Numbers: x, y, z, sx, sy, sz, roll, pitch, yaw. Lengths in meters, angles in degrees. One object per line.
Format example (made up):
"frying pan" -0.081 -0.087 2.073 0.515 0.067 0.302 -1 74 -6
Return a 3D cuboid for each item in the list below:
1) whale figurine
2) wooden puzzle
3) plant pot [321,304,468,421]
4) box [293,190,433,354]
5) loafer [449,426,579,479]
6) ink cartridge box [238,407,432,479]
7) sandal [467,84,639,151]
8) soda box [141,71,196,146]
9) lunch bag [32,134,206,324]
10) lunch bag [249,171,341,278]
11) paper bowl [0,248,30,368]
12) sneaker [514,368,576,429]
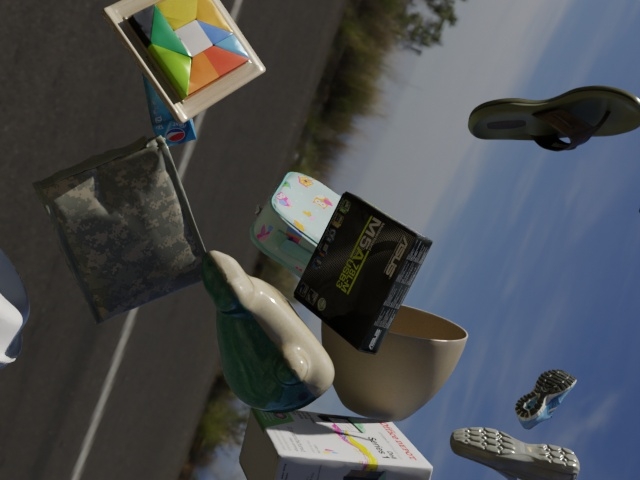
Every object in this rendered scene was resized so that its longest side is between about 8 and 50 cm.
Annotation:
"whale figurine" -0.094 0.135 1.229 0.141 0.272 0.216 -38 -136 -2
"wooden puzzle" -0.220 -0.338 1.501 0.044 0.221 0.238 -25 -168 49
"plant pot" 0.124 0.237 1.721 0.284 0.284 0.191 -69 172 -81
"box" 0.059 0.045 1.333 0.184 0.045 0.191 37 -76 50
"loafer" 0.467 0.542 2.174 0.112 0.319 0.111 -65 169 -64
"ink cartridge box" 0.023 0.383 1.519 0.201 0.278 0.117 -143 -115 -69
"sandal" 0.412 -0.196 1.564 0.120 0.302 0.086 59 32 -52
"soda box" -0.291 -0.278 1.687 0.067 0.071 0.210 77 -4 -56
"lunch bag" -0.348 -0.035 1.564 0.169 0.235 0.287 50 -22 51
"lunch bag" 0.000 0.000 1.710 0.108 0.279 0.224 -53 -175 31
"paper bowl" -0.598 0.088 1.478 0.148 0.284 0.284 -32 -177 4
"sneaker" 0.463 0.328 1.835 0.162 0.063 0.073 -33 133 -20
